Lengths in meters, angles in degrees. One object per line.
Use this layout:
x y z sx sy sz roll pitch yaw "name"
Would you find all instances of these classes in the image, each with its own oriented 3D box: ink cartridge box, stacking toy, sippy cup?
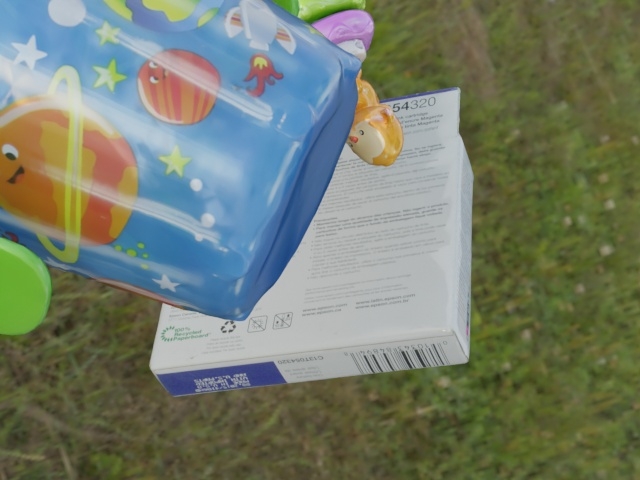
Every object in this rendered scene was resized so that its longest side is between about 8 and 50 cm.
0.000 0.000 1.404 0.071 0.324 0.330 61 27 -45 "ink cartridge box"
-0.013 -0.194 1.153 0.166 0.175 0.302 -20 77 -36 "stacking toy"
-0.107 -0.072 0.745 0.224 0.240 0.305 25 75 6 "sippy cup"
